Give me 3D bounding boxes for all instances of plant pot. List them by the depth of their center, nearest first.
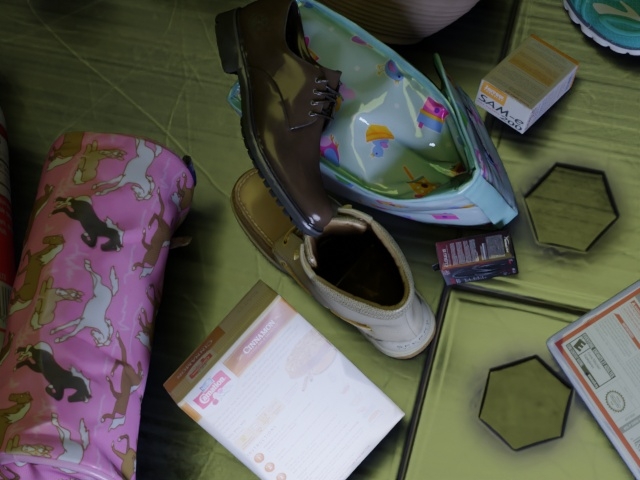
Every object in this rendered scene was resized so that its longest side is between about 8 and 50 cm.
[{"bbox_3d":[0.065,-0.273,1.788,0.237,0.237,0.110,25,115,16],"label":"plant pot"}]

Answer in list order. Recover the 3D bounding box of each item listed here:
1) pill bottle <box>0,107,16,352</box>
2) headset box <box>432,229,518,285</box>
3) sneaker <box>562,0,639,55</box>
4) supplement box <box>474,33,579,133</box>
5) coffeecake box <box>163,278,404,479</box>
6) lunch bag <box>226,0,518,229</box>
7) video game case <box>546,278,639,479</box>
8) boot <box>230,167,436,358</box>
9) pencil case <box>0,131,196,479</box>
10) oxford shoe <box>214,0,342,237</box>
[{"bbox_3d":[-0.431,-0.031,1.785,0.229,0.229,0.408,-9,73,8],"label":"pill bottle"},{"bbox_3d":[0.153,0.018,1.748,0.083,0.062,0.032,-11,73,7],"label":"headset box"},{"bbox_3d":[0.278,-0.311,1.789,0.107,0.110,0.275,-28,72,2],"label":"sneaker"},{"bbox_3d":[0.211,-0.160,1.777,0.062,0.036,0.098,35,52,17],"label":"supplement box"},{"bbox_3d":[-0.035,0.154,1.692,0.142,0.068,0.185,-47,112,-4],"label":"coffeecake box"},{"bbox_3d":[0.070,-0.105,1.712,0.262,0.223,0.160,31,89,18],"label":"lunch bag"},{"bbox_3d":[0.390,0.104,1.675,0.285,0.025,0.204,-33,71,1],"label":"video game case"},{"bbox_3d":[0.000,0.000,1.706,0.095,0.203,0.262,-44,74,-3],"label":"boot"},{"bbox_3d":[-0.224,0.083,1.705,0.167,0.160,0.386,16,60,-12],"label":"pencil case"},{"bbox_3d":[-0.022,-0.116,1.582,0.096,0.083,0.227,-19,83,17],"label":"oxford shoe"}]
